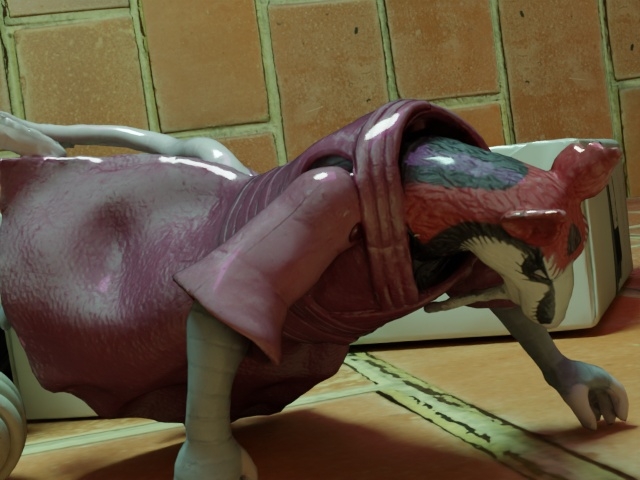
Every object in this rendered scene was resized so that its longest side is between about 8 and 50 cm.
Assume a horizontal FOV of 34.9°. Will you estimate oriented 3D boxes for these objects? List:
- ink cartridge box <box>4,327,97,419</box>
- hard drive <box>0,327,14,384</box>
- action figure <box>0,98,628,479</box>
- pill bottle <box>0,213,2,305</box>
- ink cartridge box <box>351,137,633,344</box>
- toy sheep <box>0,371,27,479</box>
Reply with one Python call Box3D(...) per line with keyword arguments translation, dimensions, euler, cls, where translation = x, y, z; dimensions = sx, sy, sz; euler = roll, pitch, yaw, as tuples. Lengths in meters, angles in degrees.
Box3D(translation=(-0.140, 0.082, 0.851), dimensions=(0.148, 0.085, 0.203), euler=(-7, 4, 20), cls="ink cartridge box")
Box3D(translation=(-0.227, 0.057, 0.991), dimensions=(0.172, 0.054, 0.255), euler=(-50, -11, 16), cls="hard drive")
Box3D(translation=(0.000, 0.000, 0.552), dimensions=(0.248, 0.275, 0.370), euler=(-2, -15, -44), cls="action figure")
Box3D(translation=(-0.289, 0.023, 0.793), dimensions=(0.108, 0.108, 0.180), euler=(-9, -3, -27), cls="pill bottle")
Box3D(translation=(0.156, -0.008, 1.050), dimensions=(0.286, 0.166, 0.395), euler=(-7, 2, 22), cls="ink cartridge box")
Box3D(translation=(-0.211, 0.110, 0.580), dimensions=(0.091, 0.091, 0.132), euler=(-9, 17, -28), cls="toy sheep")
